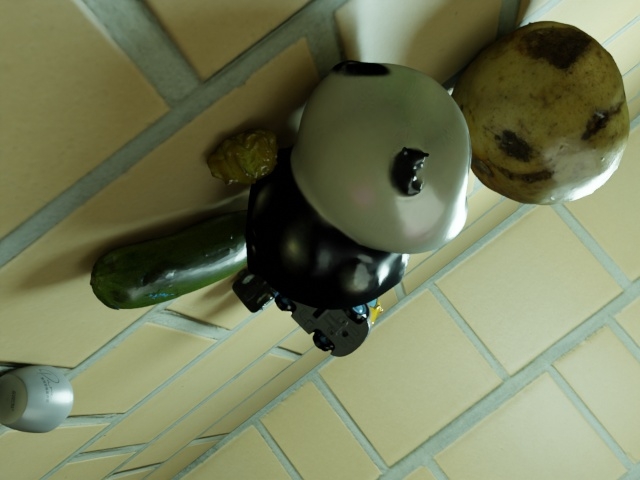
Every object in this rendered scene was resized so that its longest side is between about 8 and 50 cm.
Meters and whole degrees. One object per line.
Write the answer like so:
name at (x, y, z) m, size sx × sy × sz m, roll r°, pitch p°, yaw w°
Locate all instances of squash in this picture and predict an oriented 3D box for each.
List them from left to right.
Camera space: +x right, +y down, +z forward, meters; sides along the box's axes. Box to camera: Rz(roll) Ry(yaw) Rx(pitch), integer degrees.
squash at (-0.158, 0.017, 1.099) m, size 0.332 × 0.087 × 0.087 m, roll -26°, pitch 162°, yaw -49°

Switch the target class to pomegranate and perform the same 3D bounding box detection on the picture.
pomegranate at (0.329, -0.192, 1.292) m, size 0.281 × 0.281 × 0.281 m, roll -36°, pitch 167°, yaw -10°

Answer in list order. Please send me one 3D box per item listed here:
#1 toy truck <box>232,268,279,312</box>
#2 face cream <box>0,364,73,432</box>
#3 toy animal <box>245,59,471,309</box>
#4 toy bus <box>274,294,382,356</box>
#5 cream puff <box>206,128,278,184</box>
toy truck at (-0.057, 0.037, 1.478) m, size 0.202 × 0.074 × 0.088 m, roll -41°, pitch 176°, yaw 9°
face cream at (-0.386, 0.212, 1.138) m, size 0.091 × 0.091 × 0.095 m, roll -40°, pitch 159°, yaw 10°
toy animal at (0.048, -0.067, 1.020) m, size 0.251 × 0.251 × 0.310 m, roll -29°, pitch 159°, yaw -35°
toy bus at (0.019, 0.107, 1.623) m, size 0.126 × 0.209 × 0.136 m, roll -48°, pitch 174°, yaw 33°
cream puff at (-0.084, -0.091, 0.969) m, size 0.083 × 0.058 × 0.083 m, roll -42°, pitch 166°, yaw 22°
